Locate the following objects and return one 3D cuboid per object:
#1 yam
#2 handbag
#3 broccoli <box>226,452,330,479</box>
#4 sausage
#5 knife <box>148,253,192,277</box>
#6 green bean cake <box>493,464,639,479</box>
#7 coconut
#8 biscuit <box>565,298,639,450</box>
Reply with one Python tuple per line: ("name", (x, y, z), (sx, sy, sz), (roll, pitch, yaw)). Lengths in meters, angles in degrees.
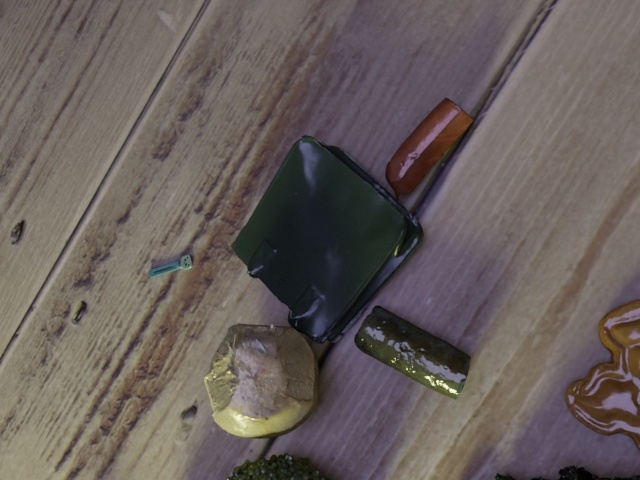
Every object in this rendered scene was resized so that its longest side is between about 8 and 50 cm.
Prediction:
("yam", (0.139, 0.165, 0.973), (0.179, 0.078, 0.078), (25, 92, 23))
("handbag", (-0.001, -0.001, 1.046), (0.247, 0.079, 0.260), (44, 107, 24))
("broccoli", (-0.038, 0.442, 0.989), (0.181, 0.272, 0.242), (-24, 54, -29))
("sausage", (0.160, -0.140, 1.021), (0.065, 0.065, 0.169), (45, 101, 22))
("knife", (-0.277, 0.049, 1.198), (0.096, 0.010, 0.027), (-18, 75, 19))
("green bean cake", (0.318, 0.358, 0.843), (0.208, 0.107, 0.193), (23, 102, 28))
("coconut", (-0.088, 0.216, 1.003), (0.195, 0.194, 0.194), (-4, 81, 22))
("biscuit", (0.508, 0.175, 0.834), (0.376, 0.051, 0.269), (-18, 74, 20))
